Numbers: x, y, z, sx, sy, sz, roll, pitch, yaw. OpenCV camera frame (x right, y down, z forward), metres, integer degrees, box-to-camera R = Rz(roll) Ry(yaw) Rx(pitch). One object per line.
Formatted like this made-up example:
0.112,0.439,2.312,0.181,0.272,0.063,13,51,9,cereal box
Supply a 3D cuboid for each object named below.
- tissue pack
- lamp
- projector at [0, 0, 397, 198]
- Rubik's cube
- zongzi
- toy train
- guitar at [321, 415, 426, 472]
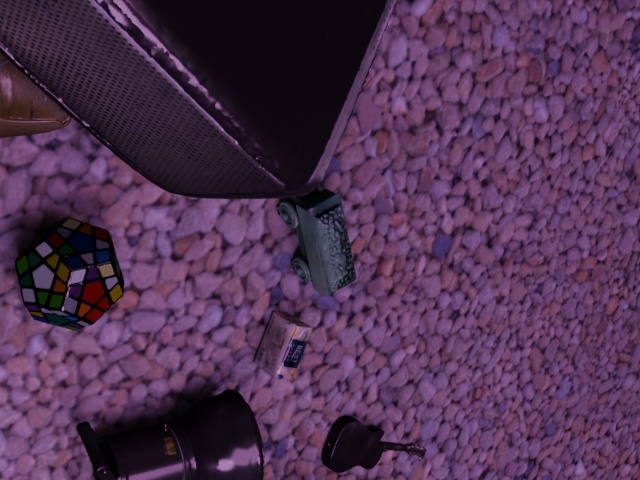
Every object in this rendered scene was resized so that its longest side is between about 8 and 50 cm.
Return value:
-0.052,0.148,1.607,0.042,0.062,0.083,15,98,-40,tissue pack
-0.208,0.294,1.504,0.227,0.147,0.172,-10,138,-29,lamp
-0.131,-0.300,1.161,0.405,0.242,0.395,44,59,-43,projector
-0.288,0.039,1.321,0.133,0.133,0.112,-13,143,-37,Rubik's cube
-0.376,-0.217,1.138,0.228,0.115,0.256,-13,109,-33,zongzi
0.000,0.000,1.562,0.070,0.099,0.172,-29,125,-25,toy train
0.095,0.334,1.842,0.233,0.025,0.088,16,97,-43,guitar
